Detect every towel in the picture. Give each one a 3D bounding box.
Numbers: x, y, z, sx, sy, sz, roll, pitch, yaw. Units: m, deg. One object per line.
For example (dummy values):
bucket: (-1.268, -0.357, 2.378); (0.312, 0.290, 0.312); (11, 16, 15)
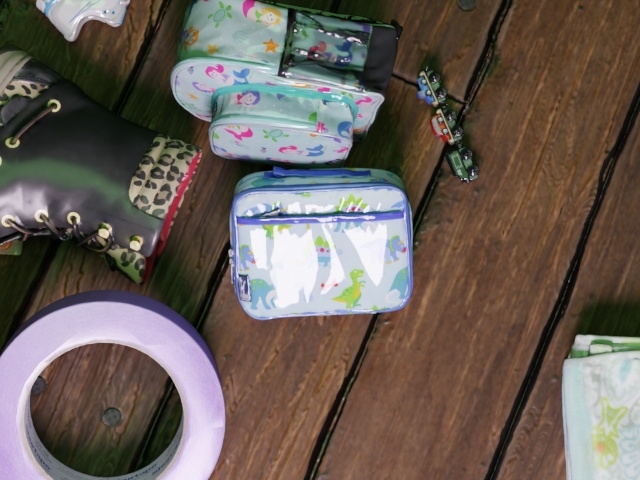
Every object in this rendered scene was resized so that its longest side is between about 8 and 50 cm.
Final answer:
towel: (0.450, 0.294, 1.852); (0.321, 0.090, 0.374); (-1, 79, 0)

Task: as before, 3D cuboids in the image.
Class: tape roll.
tape roll: (-0.249, 0.198, 1.816); (0.275, 0.090, 0.274); (-1, 98, -5)

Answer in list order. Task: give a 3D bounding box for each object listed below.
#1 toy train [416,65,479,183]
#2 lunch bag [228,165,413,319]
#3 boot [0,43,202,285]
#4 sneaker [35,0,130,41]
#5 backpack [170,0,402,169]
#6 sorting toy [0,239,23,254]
toy train: (0.156, -0.144, 1.965); (0.036, 0.027, 0.158); (-22, 80, 6)
lunch bag: (0.000, 0.000, 1.868); (0.219, 0.090, 0.176); (-1, 109, -1)
boot: (-0.334, -0.020, 1.871); (0.284, 0.138, 0.377); (24, 71, 0)
sneaker: (-0.258, -0.317, 1.976); (0.191, 0.071, 0.083); (-33, 87, 1)
backpack: (-0.053, -0.190, 1.868); (0.254, 0.225, 0.191); (16, 76, -3)
sorting toy: (-0.398, 0.001, 1.932); (0.062, 0.012, 0.083); (5, 78, 0)
